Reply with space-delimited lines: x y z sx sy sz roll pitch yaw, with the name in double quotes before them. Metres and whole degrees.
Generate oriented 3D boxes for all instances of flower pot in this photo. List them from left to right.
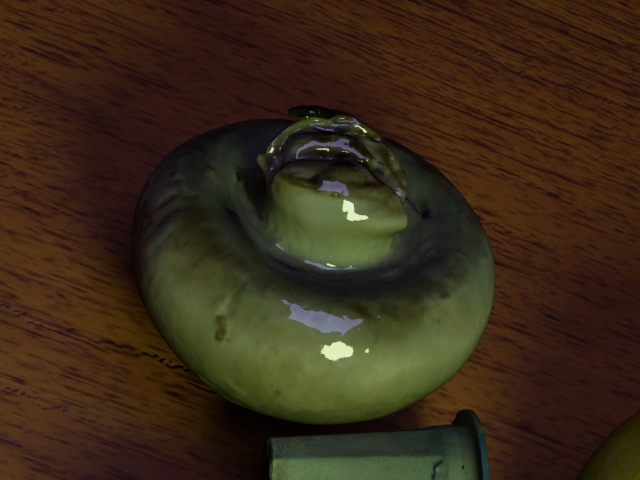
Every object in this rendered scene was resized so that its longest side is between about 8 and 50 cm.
"flower pot" 0.045 0.267 1.572 0.202 0.212 0.212 0 60 -7

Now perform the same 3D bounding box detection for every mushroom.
"mushroom" 0.000 0.000 1.616 0.362 0.294 0.362 11 37 -8

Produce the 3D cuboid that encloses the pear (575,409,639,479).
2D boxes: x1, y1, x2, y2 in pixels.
"pear" 0.391 0.319 1.572 0.418 0.362 0.362 -37 78 -6
